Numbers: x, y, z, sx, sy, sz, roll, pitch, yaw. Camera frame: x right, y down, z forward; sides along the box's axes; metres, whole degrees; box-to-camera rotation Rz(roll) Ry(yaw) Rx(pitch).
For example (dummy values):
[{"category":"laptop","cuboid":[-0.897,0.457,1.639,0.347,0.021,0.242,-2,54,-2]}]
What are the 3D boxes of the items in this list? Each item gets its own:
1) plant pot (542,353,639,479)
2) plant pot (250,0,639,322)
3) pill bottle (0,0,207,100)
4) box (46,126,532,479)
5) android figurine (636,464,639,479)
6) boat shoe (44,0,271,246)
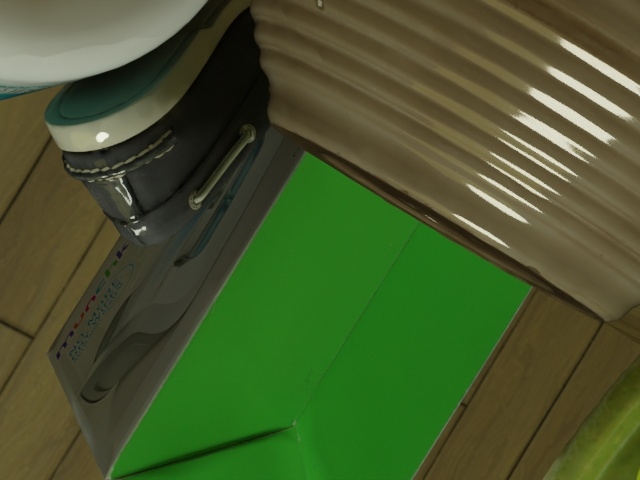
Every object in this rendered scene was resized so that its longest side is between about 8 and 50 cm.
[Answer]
[{"category":"plant pot","cuboid":[0.235,0.169,0.560,0.254,0.276,0.276,41,-173,40]},{"category":"plant pot","cuboid":[0.062,-0.051,0.481,0.237,0.109,0.237,31,-179,-1]},{"category":"pill bottle","cuboid":[-0.134,-0.123,0.606,0.146,0.146,0.264,31,169,-21]},{"category":"box","cuboid":[0.000,0.000,0.784,0.127,0.262,0.231,32,-179,-19]},{"category":"android figurine","cuboid":[0.209,0.087,0.421,0.248,0.056,0.273,29,-139,10]},{"category":"boat shoe","cuboid":[-0.037,-0.071,0.672,0.075,0.206,0.065,-5,119,33]}]
